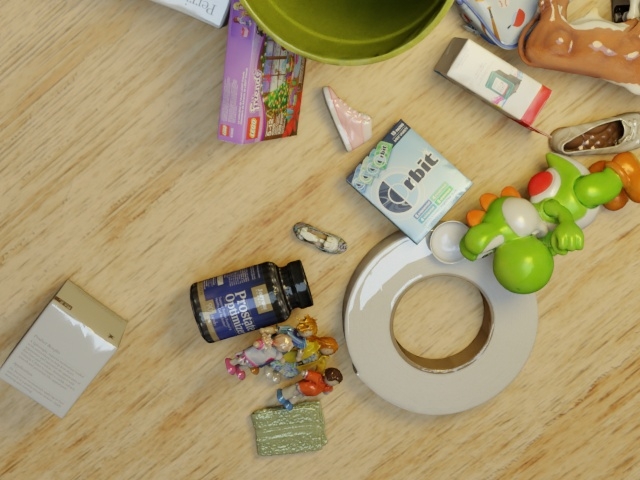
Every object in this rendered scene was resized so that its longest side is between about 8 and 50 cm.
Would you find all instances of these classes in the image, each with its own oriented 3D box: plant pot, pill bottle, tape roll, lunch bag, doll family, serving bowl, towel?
[{"bbox_3d":[0.066,-0.519,1.567,0.367,0.353,0.366,6,121,10],"label":"plant pot"},{"bbox_3d":[-0.130,0.111,1.850,0.219,0.123,0.122,-17,104,1],"label":"pill bottle"},{"bbox_3d":[0.234,0.155,1.911,0.392,0.072,0.392,-1,103,-4],"label":"tape roll"},{"bbox_3d":[0.366,-0.500,1.742,0.303,0.115,0.243,-43,108,8],"label":"lunch bag"},{"bbox_3d":[-0.059,0.213,1.861,0.163,0.118,0.263,-30,138,20],"label":"doll family"},{"bbox_3d":[0.246,0.001,1.825,0.083,0.027,0.083,-1,103,-4],"label":"serving bowl"},{"bbox_3d":[-0.063,0.385,1.970,0.148,0.027,0.110,-9,105,-3],"label":"towel"}]

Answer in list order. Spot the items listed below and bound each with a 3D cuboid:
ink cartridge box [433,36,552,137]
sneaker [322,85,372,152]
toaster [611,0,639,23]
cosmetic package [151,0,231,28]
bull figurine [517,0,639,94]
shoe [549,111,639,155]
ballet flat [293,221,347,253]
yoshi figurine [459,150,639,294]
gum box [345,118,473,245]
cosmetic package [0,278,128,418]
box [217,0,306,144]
[{"bbox_3d":[0.334,-0.283,1.779,0.231,0.134,0.078,29,99,-10],"label":"ink cartridge box"},{"bbox_3d":[0.055,-0.239,1.816,0.070,0.051,0.134,-25,107,1],"label":"sneaker"},{"bbox_3d":[0.643,-0.384,1.787,0.186,0.110,0.168,-8,105,-2],"label":"toaster"},{"bbox_3d":[-0.191,-0.618,1.652,0.230,0.161,0.453,20,102,-8],"label":"cosmetic package"},{"bbox_3d":[0.508,-0.353,1.690,0.310,0.101,0.188,10,102,-2],"label":"bull figurine"},{"bbox_3d":[0.553,-0.198,1.851,0.219,0.058,0.076,-11,103,-1],"label":"shoe"},{"bbox_3d":[0.000,0.000,1.875,0.114,0.041,0.041,23,101,-9],"label":"ballet flat"},{"bbox_3d":[0.439,-0.017,1.788,0.362,0.203,0.203,-25,129,-12],"label":"yoshi figurine"},{"bbox_3d":[0.167,-0.110,1.822,0.184,0.041,0.157,42,89,4],"label":"gum box"},{"bbox_3d":[-0.487,0.203,1.835,0.151,0.151,0.183,38,99,-12],"label":"cosmetic package"},{"bbox_3d":[-0.092,-0.324,1.704,0.057,0.201,0.293,15,107,25],"label":"box"}]
